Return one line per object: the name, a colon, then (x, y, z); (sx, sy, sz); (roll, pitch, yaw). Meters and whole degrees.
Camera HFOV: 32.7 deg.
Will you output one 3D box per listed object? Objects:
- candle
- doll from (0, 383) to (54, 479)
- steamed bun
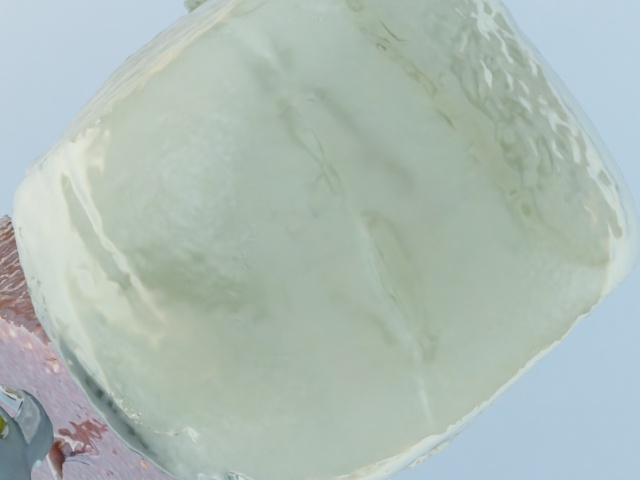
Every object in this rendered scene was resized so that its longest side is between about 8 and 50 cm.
candle: (-0.173, 0.116, 0.800); (0.287, 0.317, 0.131); (53, -129, -8)
doll: (-0.147, 0.095, 0.401); (0.104, 0.195, 0.062); (-34, -60, -15)
steamed bun: (0.000, 0.000, 0.583); (0.290, 0.273, 0.272); (43, -134, -4)
